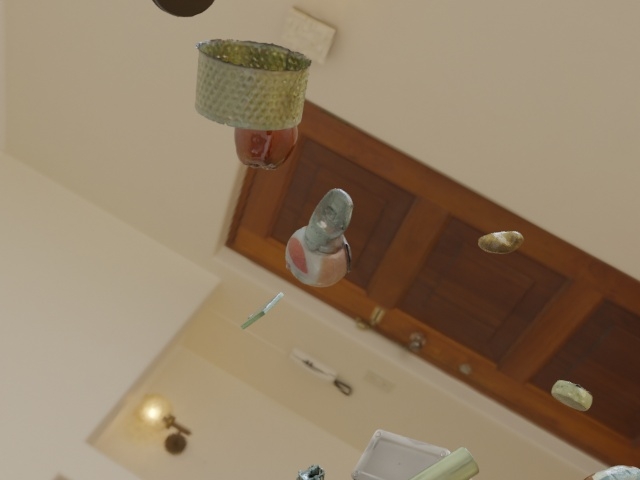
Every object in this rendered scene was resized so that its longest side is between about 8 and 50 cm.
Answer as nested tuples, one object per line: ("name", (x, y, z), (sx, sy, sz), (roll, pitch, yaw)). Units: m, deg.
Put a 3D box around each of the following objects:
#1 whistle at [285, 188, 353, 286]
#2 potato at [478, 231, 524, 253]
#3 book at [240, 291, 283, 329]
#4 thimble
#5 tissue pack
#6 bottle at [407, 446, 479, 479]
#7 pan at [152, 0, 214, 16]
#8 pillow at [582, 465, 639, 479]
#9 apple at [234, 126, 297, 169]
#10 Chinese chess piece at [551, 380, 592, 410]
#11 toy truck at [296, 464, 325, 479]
("whistle", (0.000, 0.000, 1.891), (0.189, 0.189, 0.348), (-55, -12, -41))
("potato", (0.365, 0.006, 1.438), (0.045, 0.092, 0.046), (-119, 22, -85))
("book", (-0.168, 0.203, 2.030), (0.103, 0.017, 0.135), (-36, 4, 27))
("thimble", (-0.164, -0.369, 1.665), (0.271, 0.271, 0.150), (-49, -28, -61))
("tissue pack", (0.227, 0.601, 1.804), (0.246, 0.136, 0.159), (3, 48, 47))
("bottle", (0.259, 0.550, 1.616), (0.201, 0.072, 0.072), (-27, -18, -17))
("pan", (-0.205, -0.493, 1.292), (0.235, 0.028, 0.136), (-32, -40, 5))
("pillow", (0.716, 0.655, 1.778), (0.233, 0.086, 0.214), (-15, -57, -19))
("apple", (-0.184, -0.349, 2.385), (0.234, 0.234, 0.234), (-59, -6, -11))
("Chinese chess piece", (0.535, 0.329, 1.514), (0.034, 0.084, 0.084), (-59, -7, -16))
("toy truck", (-0.026, 0.793, 2.026), (0.133, 0.184, 0.338), (-16, -50, -23))
